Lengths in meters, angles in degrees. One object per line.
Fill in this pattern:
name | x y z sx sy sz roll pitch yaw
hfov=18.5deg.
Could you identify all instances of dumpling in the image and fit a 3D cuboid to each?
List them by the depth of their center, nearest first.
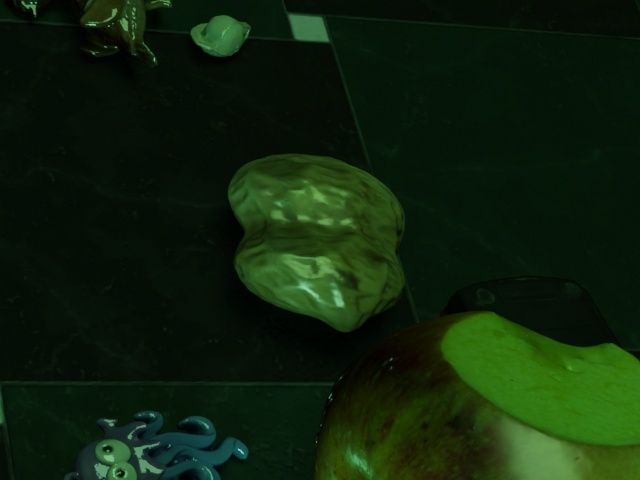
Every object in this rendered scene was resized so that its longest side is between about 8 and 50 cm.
dumpling | -0.118 -0.235 2.238 0.059 0.043 0.077 24 58 24

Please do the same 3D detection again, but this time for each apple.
apple | 0.179 0.239 1.704 0.374 0.374 0.384 -2 62 -24

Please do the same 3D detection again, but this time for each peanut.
peanut | 0.000 0.000 2.020 0.196 0.110 0.233 13 46 -18

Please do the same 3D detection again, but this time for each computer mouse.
computer mouse | 0.232 0.156 1.979 0.170 0.100 0.269 0 45 -26

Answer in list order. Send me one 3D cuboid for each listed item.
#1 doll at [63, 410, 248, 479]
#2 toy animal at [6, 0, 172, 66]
doll | -0.150 0.204 1.806 0.206 0.067 0.110 -10 62 -42
toy animal | -0.248 -0.254 2.179 0.179 0.089 0.188 -16 56 -12
